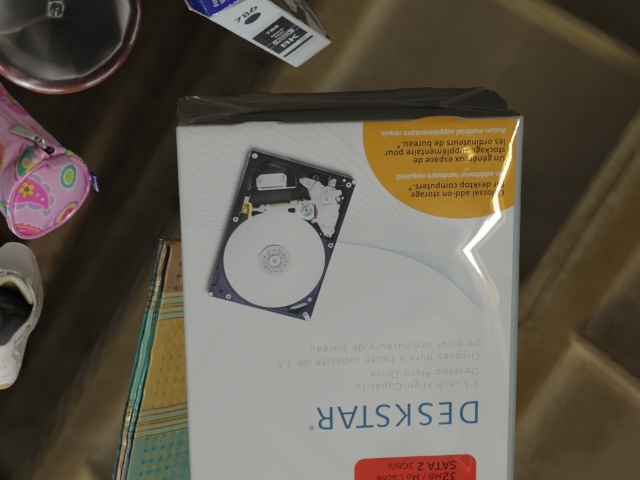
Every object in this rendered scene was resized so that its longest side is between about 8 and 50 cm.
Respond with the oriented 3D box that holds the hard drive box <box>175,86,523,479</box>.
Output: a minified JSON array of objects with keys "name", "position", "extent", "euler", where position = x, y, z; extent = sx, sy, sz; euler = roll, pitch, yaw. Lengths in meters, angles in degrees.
[{"name":"hard drive box","position":[0.014,0.038,0.792],"extent":[0.089,0.181,0.232],"euler":[-106,-166,-73]}]

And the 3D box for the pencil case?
[{"name":"pencil case","position":[-0.387,-0.125,1.689],"extent":[0.284,0.124,0.124],"euler":[41,-76,30]}]

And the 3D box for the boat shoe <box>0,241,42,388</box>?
[{"name":"boat shoe","position":[-0.445,0.086,2.068],"extent":[0.277,0.098,0.096],"euler":[-95,-158,-49]}]

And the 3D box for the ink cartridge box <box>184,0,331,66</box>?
[{"name":"ink cartridge box","position":[-0.099,-0.305,1.634],"extent":[0.065,0.332,0.165],"euler":[-35,-102,14]}]

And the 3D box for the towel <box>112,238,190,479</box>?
[{"name":"towel","position":[-0.144,0.175,1.826],"extent":[0.040,0.271,0.370],"euler":[20,-78,36]}]

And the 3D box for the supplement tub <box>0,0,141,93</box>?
[{"name":"supplement tub","position":[-0.180,-0.155,0.937],"extent":[0.106,0.106,0.198],"euler":[-61,-161,2]}]
